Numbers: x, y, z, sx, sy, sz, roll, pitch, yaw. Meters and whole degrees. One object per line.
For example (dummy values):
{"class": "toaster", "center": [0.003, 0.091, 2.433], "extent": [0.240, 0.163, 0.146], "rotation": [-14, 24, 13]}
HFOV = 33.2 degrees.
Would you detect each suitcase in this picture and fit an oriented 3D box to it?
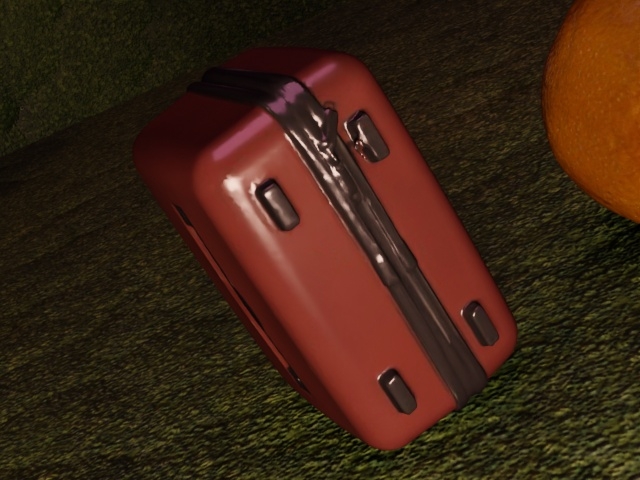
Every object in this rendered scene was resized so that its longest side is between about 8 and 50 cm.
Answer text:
{"class": "suitcase", "center": [0.000, 0.000, 0.847], "extent": [0.161, 0.297, 0.236], "rotation": [-39, 23, -12]}

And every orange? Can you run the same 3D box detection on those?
{"class": "orange", "center": [0.310, -0.131, 0.900], "extent": [0.264, 0.264, 0.264], "rotation": [-22, 21, 9]}
